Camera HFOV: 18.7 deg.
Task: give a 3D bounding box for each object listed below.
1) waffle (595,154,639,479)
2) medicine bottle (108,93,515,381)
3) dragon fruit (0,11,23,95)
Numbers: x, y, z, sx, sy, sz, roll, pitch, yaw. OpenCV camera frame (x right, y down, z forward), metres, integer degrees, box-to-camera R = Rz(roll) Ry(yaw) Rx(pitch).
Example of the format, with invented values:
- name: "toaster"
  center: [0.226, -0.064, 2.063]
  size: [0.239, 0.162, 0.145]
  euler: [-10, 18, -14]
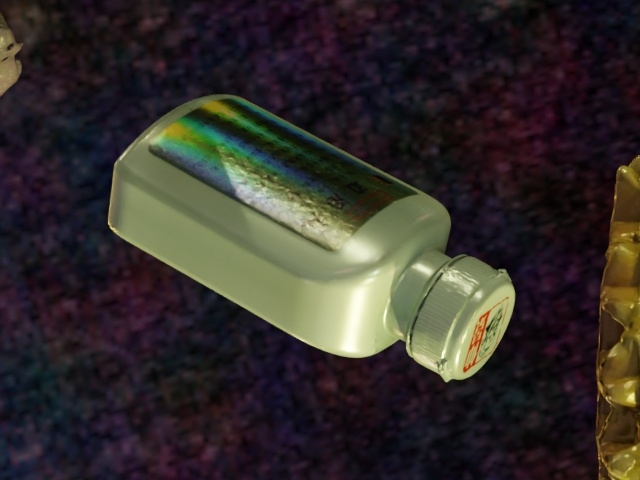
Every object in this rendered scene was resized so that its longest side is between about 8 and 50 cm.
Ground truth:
- name: "waffle"
  center: [0.220, 0.087, 1.332]
  size: [0.058, 0.300, 0.281]
  euler: [0, 132, 10]
- name: "medicine bottle"
  center: [0.000, 0.000, 1.109]
  size: [0.229, 0.121, 0.083]
  euler: [28, 127, 24]
- name: "dragon fruit"
  center: [-0.306, -0.102, 0.989]
  size: [0.221, 0.283, 0.204]
  euler: [-41, 85, 18]
